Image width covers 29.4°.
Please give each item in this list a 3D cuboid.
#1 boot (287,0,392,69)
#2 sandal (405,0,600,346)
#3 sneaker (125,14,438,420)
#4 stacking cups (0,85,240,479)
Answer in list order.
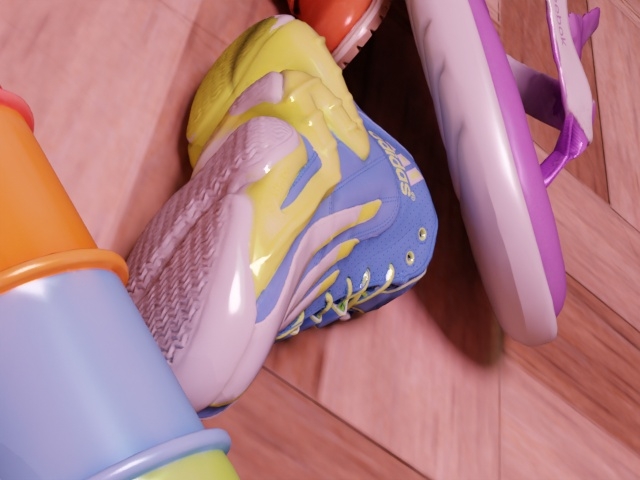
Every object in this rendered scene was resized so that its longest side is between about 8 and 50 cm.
[{"bbox_3d":[-0.008,-0.149,0.667,0.085,0.059,0.158,31,30,-24],"label":"boot"},{"bbox_3d":[0.101,-0.133,0.681,0.169,0.102,0.416,64,14,-48],"label":"sandal"},{"bbox_3d":[0.000,0.000,0.496,0.126,0.091,0.240,39,34,-20],"label":"sneaker"},{"bbox_3d":[-0.072,0.051,0.361,0.096,0.096,0.316,-5,62,-52],"label":"stacking cups"}]
